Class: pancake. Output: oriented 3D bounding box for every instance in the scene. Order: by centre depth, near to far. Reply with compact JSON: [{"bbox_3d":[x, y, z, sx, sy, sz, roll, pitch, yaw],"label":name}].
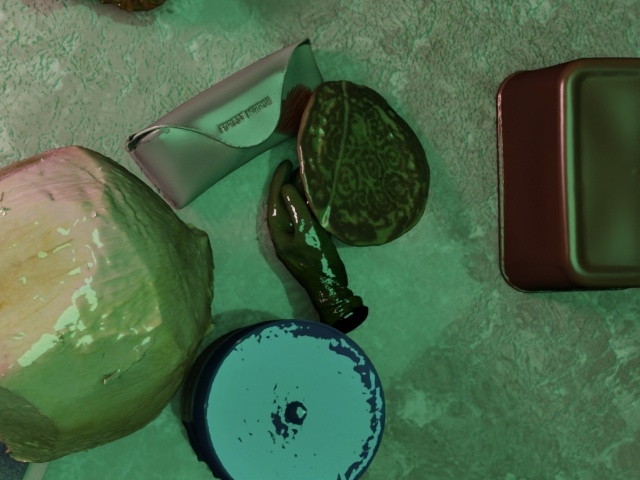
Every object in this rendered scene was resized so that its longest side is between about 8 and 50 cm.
[{"bbox_3d":[0.062,-0.109,1.936,0.250,0.031,0.250,14,67,-36],"label":"pancake"}]

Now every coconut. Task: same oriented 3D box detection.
[{"bbox_3d":[-0.309,0.070,1.720,0.404,0.404,0.405,0,89,-13],"label":"coconut"}]

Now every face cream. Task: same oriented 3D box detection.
[{"bbox_3d":[-0.057,0.232,1.855,0.249,0.225,0.249,1,86,-14],"label":"face cream"}]

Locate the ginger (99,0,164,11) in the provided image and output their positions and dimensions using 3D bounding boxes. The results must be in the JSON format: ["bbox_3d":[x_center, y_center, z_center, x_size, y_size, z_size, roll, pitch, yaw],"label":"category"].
[{"bbox_3d":[-0.342,-0.471,1.839,0.357,0.152,0.274,10,87,-14],"label":"ginger"}]

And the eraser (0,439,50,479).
[{"bbox_3d":[-0.468,0.272,1.815,0.212,0.046,0.092,33,64,-27],"label":"eraser"}]

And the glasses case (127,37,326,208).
[{"bbox_3d":[-0.114,-0.168,1.919,0.308,0.083,0.128,-32,95,-11],"label":"glasses case"}]

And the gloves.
[{"bbox_3d":[-0.012,0.008,1.922,0.107,0.135,0.268,-16,72,4],"label":"gloves"}]

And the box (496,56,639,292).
[{"bbox_3d":[0.410,-0.092,1.962,0.239,0.229,0.340,-1,90,-13],"label":"box"}]
